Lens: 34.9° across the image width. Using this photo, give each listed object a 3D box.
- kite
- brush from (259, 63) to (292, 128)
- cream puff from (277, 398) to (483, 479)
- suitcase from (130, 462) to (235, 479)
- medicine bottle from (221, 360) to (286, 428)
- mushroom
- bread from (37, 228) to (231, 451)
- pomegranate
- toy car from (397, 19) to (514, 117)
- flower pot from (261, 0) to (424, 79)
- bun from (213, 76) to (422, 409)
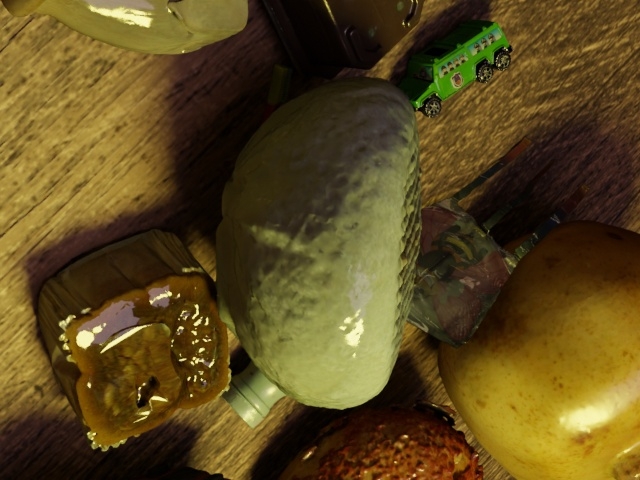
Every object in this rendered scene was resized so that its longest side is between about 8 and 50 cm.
[{"bbox_3d":[0.210,-0.006,1.355,0.360,0.204,0.022,-35,154,-26],"label":"kite"},{"bbox_3d":[-0.050,-0.156,1.144,0.021,0.019,0.083,-5,118,-49],"label":"brush"},{"bbox_3d":[0.090,0.399,1.441,0.350,0.229,0.350,-16,136,-16],"label":"cream puff"},{"bbox_3d":[-0.203,0.402,1.175,0.297,0.161,0.236,-8,99,-65],"label":"suitcase"},{"bbox_3d":[-0.031,0.140,1.297,0.216,0.090,0.090,-43,136,-10],"label":"medicine bottle"},{"bbox_3d":[-0.173,-0.227,0.944,0.247,0.096,0.108,-1,142,-36],"label":"mushroom"},{"bbox_3d":[-0.200,0.113,1.123,0.192,0.110,0.210,-23,129,-27],"label":"bread"},{"bbox_3d":[0.367,0.181,1.446,0.416,0.416,0.417,-21,128,-29],"label":"pomegranate"},{"bbox_3d":[0.157,-0.212,1.252,0.165,0.071,0.062,-35,119,-18],"label":"toy car"},{"bbox_3d":[0.027,-0.286,1.072,0.179,0.084,0.251,-45,137,-16],"label":"flower pot"},{"bbox_3d":[0.000,0.000,1.097,0.362,0.211,0.362,10,90,-82],"label":"bun"}]
